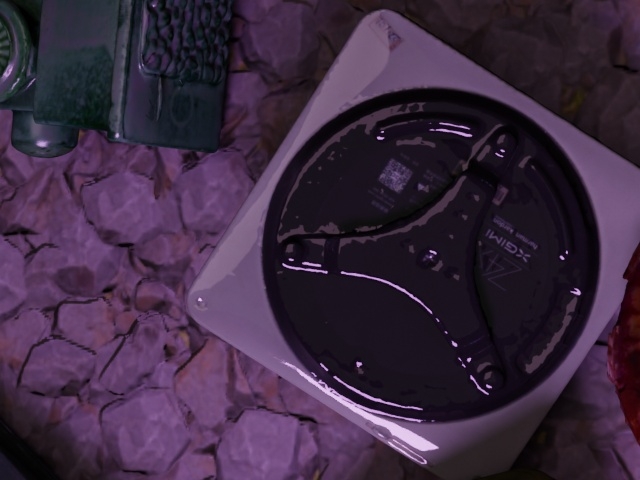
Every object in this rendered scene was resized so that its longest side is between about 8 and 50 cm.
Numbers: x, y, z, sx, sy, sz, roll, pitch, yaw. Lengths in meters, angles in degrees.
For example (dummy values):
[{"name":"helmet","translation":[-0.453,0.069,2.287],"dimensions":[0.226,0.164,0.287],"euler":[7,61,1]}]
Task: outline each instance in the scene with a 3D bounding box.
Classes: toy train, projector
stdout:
[{"name":"toy train","translation":[-0.178,-0.193,1.431],"dimensions":[0.202,0.145,0.266],"euler":[7,92,30]},{"name":"projector","translation":[0.076,0.009,1.296],"dimensions":[0.257,0.079,0.259],"euler":[32,98,0]}]

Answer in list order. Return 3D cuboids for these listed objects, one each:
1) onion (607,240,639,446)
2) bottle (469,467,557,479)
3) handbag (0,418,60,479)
[{"name":"onion","translation":[0.292,0.068,1.189],"dimensions":[0.230,0.163,0.230],"euler":[1,92,14]},{"name":"bottle","translation":[0.057,0.239,1.295],"dimensions":[0.260,0.112,0.112],"euler":[-23,75,35]},{"name":"handbag","translation":[-0.275,0.288,1.467],"dimensions":[0.260,0.079,0.247],"euler":[40,100,24]}]
